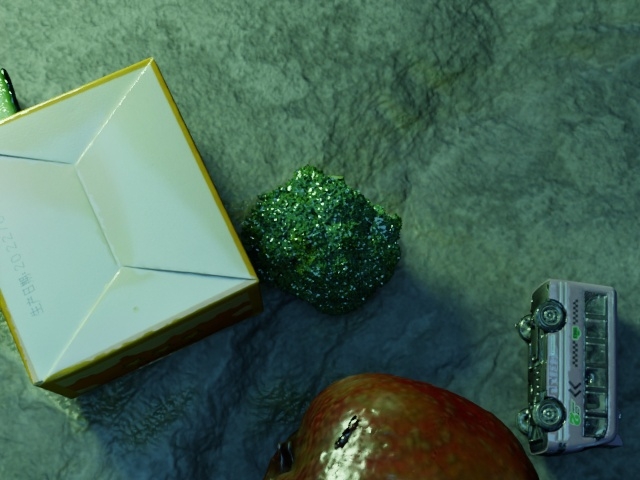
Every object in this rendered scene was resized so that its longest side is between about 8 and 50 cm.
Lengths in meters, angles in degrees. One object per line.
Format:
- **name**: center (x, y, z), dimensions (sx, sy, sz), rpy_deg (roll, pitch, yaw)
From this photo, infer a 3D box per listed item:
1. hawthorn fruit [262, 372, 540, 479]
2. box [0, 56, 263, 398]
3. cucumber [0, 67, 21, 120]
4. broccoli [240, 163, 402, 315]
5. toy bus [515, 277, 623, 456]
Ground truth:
- **hawthorn fruit**: center (0.109, 0.297, 1.217), dimensions (0.369, 0.285, 0.285), rpy_deg (18, 78, -20)
- **box**: center (-0.237, -0.004, 1.287), dimensions (0.259, 0.214, 0.283), rpy_deg (-24, 81, -8)
- **cucumber**: center (-0.409, -0.131, 1.388), dimensions (0.116, 0.062, 0.115), rpy_deg (-23, 78, 2)
- **broccoli**: center (0.000, 0.000, 1.329), dimensions (0.195, 0.156, 0.195), rpy_deg (2, 118, 3)
- **toy bus**: center (0.289, 0.150, 1.322), dimensions (0.108, 0.096, 0.199), rpy_deg (4, 75, -4)
